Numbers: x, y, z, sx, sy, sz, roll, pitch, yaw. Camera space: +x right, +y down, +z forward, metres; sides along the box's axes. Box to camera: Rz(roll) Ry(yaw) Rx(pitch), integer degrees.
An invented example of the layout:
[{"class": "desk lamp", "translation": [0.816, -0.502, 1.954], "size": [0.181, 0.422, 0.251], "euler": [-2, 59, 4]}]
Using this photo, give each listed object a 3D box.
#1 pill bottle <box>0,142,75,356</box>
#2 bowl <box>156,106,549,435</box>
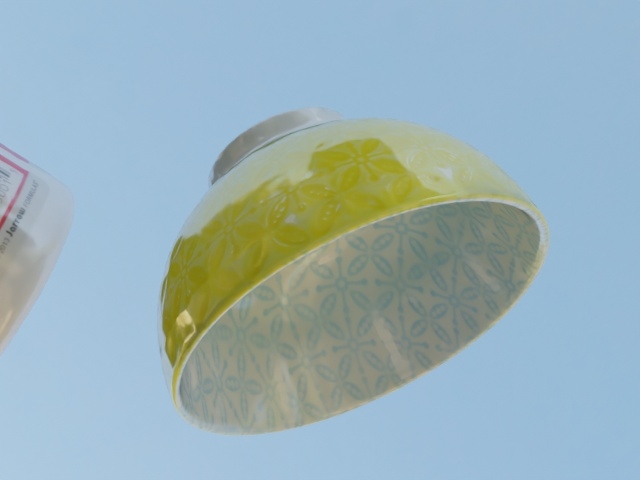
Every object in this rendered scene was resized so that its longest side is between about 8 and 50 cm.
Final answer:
[{"class": "pill bottle", "translation": [-0.422, -0.047, 1.120], "size": [0.408, 0.229, 0.229], "euler": [33, -56, -17]}, {"class": "bowl", "translation": [0.000, 0.000, 1.005], "size": [0.289, 0.289, 0.156], "euler": [-47, -123, 33]}]
